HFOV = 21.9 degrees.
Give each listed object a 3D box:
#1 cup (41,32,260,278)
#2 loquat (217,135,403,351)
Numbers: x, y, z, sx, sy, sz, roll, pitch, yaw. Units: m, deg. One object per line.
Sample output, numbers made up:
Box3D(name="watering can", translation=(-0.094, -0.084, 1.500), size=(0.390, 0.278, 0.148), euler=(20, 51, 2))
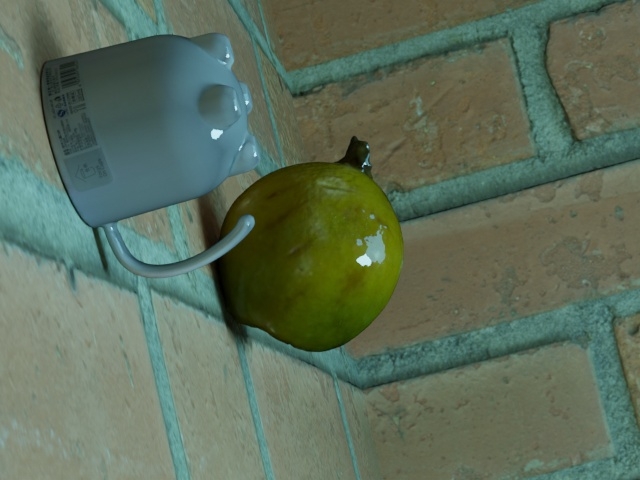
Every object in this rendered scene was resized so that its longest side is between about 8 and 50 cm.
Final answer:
Box3D(name="cup", translation=(-0.122, -0.073, 1.276), size=(0.134, 0.142, 0.174), euler=(64, 13, -67))
Box3D(name="loquat", translation=(0.000, 0.000, 1.838), size=(0.246, 0.213, 0.213), euler=(-64, 167, -7))
